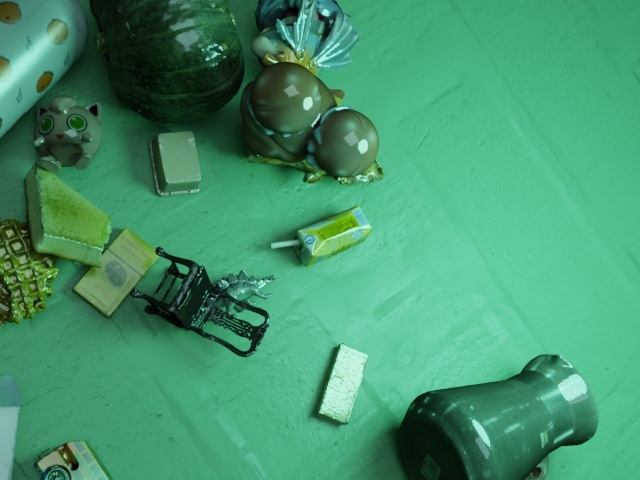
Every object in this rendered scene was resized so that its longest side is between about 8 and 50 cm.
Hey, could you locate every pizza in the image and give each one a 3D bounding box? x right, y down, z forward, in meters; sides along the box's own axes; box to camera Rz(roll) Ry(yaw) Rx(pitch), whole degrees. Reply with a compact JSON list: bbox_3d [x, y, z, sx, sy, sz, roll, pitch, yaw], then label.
[{"bbox_3d":[-0.007,-0.191,1.810,0.297,0.071,0.189,11,54,-16],"label":"pizza"}]

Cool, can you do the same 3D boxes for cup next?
[{"bbox_3d":[-0.572,-0.328,1.567,0.212,0.212,0.317,42,66,-6],"label":"cup"}]

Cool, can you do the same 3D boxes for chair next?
[{"bbox_3d":[-0.211,0.116,1.607,0.229,0.113,0.106,22,70,12],"label":"chair"}]

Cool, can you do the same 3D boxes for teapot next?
[{"bbox_3d":[0.351,0.391,1.721,0.344,0.253,0.300,-18,117,-28],"label":"teapot"}]

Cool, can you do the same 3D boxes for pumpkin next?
[{"bbox_3d":[-0.290,-0.387,1.647,0.258,0.291,0.327,-17,74,-14],"label":"pumpkin"}]

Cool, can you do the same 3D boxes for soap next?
[{"bbox_3d":[-0.554,0.395,1.403,0.109,0.193,0.323,9,101,-22],"label":"soap"}]

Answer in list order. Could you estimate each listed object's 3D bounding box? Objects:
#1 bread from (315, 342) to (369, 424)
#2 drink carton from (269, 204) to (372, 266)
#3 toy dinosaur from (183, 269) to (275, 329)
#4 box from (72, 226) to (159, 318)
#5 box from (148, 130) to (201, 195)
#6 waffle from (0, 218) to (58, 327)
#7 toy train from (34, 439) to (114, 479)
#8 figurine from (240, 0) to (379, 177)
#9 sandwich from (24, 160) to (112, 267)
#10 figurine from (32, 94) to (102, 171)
[{"bbox_3d":[0.043,0.282,1.736,0.068,0.028,0.153,24,69,-13],"label":"bread"},{"bbox_3d":[0.000,0.000,1.762,0.200,0.084,0.074,-25,76,-23],"label":"drink carton"},{"bbox_3d":[-0.178,0.112,1.691,0.209,0.039,0.082,-32,89,-22],"label":"toy dinosaur"},{"bbox_3d":[-0.378,0.059,1.642,0.087,0.023,0.155,41,67,-9],"label":"box"},{"bbox_3d":[-0.278,-0.152,1.709,0.089,0.062,0.122,-7,80,-21],"label":"box"},{"bbox_3d":[-0.561,0.055,1.550,0.193,0.070,0.197,7,74,-19],"label":"waffle"},{"bbox_3d":[-0.409,0.429,1.513,0.099,0.072,0.188,-34,89,-30],"label":"toy train"},{"bbox_3d":[-0.031,-0.301,1.690,0.277,0.248,0.387,32,49,-31],"label":"figurine"},{"bbox_3d":[-0.449,-0.042,1.604,0.163,0.058,0.193,18,35,-39],"label":"sandwich"},{"bbox_3d":[-0.464,-0.196,1.621,0.125,0.125,0.137,5,65,-19],"label":"figurine"}]
